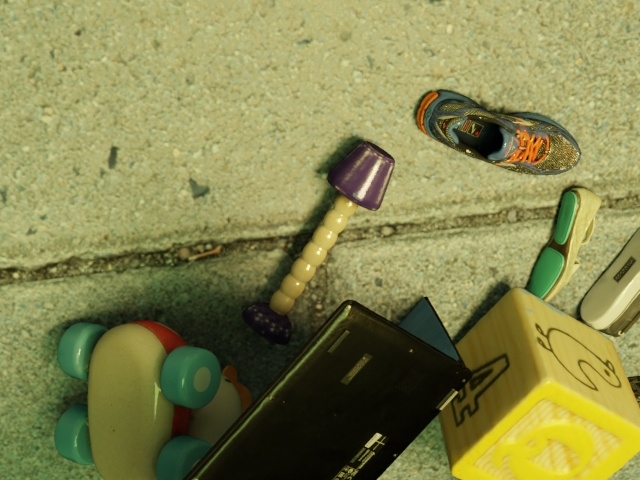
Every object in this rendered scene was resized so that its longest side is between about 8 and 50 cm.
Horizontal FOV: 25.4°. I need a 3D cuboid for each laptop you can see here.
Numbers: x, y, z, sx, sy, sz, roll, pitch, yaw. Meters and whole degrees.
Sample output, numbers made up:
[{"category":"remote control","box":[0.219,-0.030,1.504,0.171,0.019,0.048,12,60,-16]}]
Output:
[{"category":"laptop","box":[-0.037,0.209,1.685,0.382,0.236,0.408,-49,140,8]}]

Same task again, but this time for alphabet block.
[{"category":"alphabet block","box":[0.279,0.215,1.850,0.192,0.197,0.193,28,118,-24]}]

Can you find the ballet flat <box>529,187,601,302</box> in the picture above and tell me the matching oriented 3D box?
[{"category":"ballet flat","box":[0.329,0.012,1.879,0.052,0.057,0.168,9,110,-28]}]

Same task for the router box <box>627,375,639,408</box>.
[{"category":"router box","box":[0.449,0.227,1.979,0.122,0.092,0.038,-5,113,-12]}]

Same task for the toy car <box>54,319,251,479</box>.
[{"category":"toy car","box":[-0.173,0.196,1.782,0.238,0.219,0.210,-7,102,-52]}]

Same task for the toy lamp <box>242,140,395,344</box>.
[{"category":"toy lamp","box":[0.000,0.000,1.777,0.080,0.080,0.274,29,103,-23]}]

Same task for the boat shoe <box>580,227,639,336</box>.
[{"category":"boat shoe","box":[0.450,0.041,1.911,0.076,0.080,0.228,32,103,-30]}]

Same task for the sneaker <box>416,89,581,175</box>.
[{"category":"sneaker","box":[0.229,-0.121,1.778,0.221,0.087,0.083,11,110,-18]}]
